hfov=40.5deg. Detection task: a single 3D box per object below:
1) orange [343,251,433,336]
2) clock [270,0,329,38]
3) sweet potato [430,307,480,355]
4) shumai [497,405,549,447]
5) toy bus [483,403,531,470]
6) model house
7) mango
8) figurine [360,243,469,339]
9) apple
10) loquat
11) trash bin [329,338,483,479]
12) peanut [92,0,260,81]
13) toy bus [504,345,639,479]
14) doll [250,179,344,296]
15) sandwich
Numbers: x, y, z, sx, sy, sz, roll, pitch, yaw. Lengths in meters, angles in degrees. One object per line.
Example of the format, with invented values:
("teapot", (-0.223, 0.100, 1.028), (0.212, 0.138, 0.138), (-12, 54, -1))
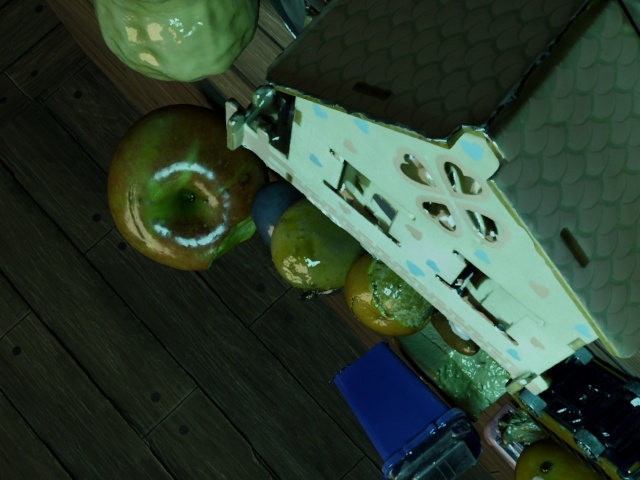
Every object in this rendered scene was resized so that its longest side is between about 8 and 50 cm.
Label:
("orange", (0.114, 0.077, 1.382), (0.156, 0.134, 0.157), (9, 142, 7))
("clock", (0.019, -0.192, 0.757), (0.184, 0.040, 0.184), (46, 172, 8))
("sweet potato", (0.211, 0.135, 1.385), (0.206, 0.060, 0.068), (-149, 55, -71))
("shumai", (0.358, 0.342, 1.540), (0.082, 0.080, 0.083), (46, 171, -4))
("toy bus", (0.393, 0.397, 1.599), (0.203, 0.090, 0.063), (44, 172, 16))
("model house", (0.098, -0.068, 0.550), (0.326, 0.169, 0.244), (41, 165, 9))
("mango", (0.400, 0.407, 1.423), (0.175, 0.139, 0.254), (52, -179, 16))
("figurine", (0.155, 0.026, 0.860), (0.240, 0.116, 0.175), (41, 175, 1))
("apple", (-0.270, -0.114, 1.798), (0.339, 0.339, 0.339), (46, 173, 7))
("loquat", (0.000, 0.000, 1.469), (0.149, 0.172, 0.205), (125, 145, -65))
("trash bin", (0.129, 0.300, 1.428), (0.234, 0.184, 0.162), (49, 175, 38))
("peanut", (-0.142, -0.253, 0.805), (0.387, 0.169, 0.192), (100, 154, -81))
("toy bus", (0.312, 0.202, 0.956), (0.114, 0.098, 0.201), (51, 173, -33))
("doll", (-0.023, -0.010, 1.677), (0.258, 0.154, 0.228), (56, 175, -14))
("sandwich", (0.216, 0.196, 1.473), (0.220, 0.108, 0.186), (48, 173, 13))
